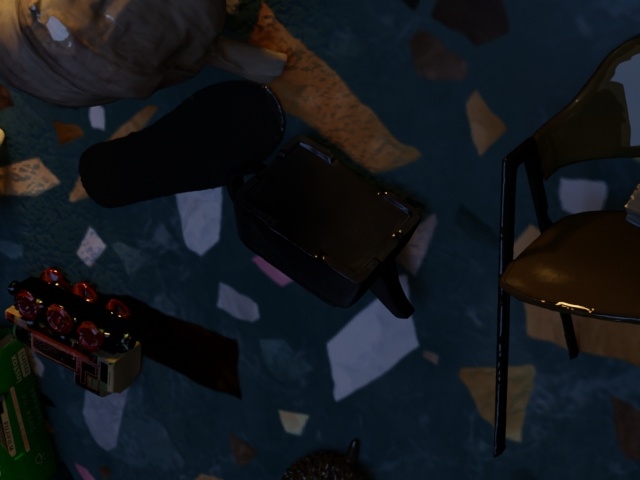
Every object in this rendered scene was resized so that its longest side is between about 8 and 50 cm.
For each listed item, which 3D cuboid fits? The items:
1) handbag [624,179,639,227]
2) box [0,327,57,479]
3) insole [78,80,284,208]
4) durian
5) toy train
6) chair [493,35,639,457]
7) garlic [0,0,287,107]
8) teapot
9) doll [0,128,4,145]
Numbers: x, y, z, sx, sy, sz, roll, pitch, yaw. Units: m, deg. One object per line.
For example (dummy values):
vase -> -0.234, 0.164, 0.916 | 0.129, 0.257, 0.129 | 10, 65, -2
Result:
handbag -> 0.281, -0.078, 0.765 | 0.144, 0.057, 0.221 | 29, 82, 22
box -> -0.394, 0.171, 1.354 | 0.250, 0.103, 0.180 | 2, 113, 33
insole -> -0.118, -0.073, 1.129 | 0.232, 0.003, 0.080 | -18, 101, 37
durian -> 0.002, 0.235, 1.157 | 0.110, 0.071, 0.140 | 24, 118, 20
toy train -> -0.227, 0.083, 1.241 | 0.138, 0.050, 0.087 | 23, 125, 22
chair -> 0.205, 0.013, 0.878 | 0.159, 0.172, 0.247 | 9, 123, 30
garlic -> -0.120, -0.165, 0.991 | 0.212, 0.218, 0.218 | 35, 133, -26
teapot -> 0.000, 0.000, 1.046 | 0.177, 0.087, 0.096 | 34, 148, 15
doll -> -0.355, -0.024, 1.235 | 0.180, 0.110, 0.107 | -59, 37, 37
